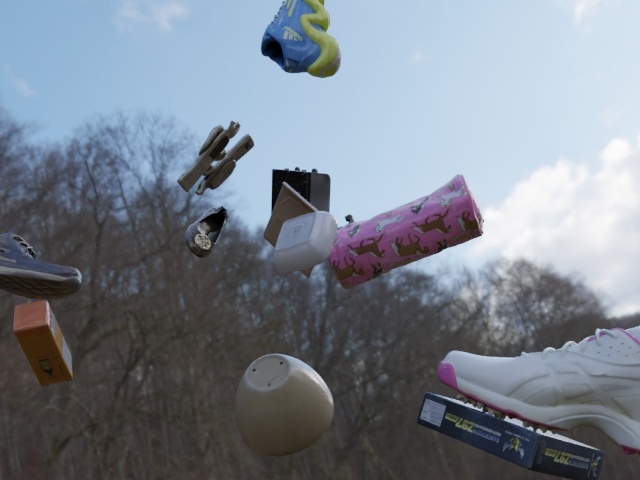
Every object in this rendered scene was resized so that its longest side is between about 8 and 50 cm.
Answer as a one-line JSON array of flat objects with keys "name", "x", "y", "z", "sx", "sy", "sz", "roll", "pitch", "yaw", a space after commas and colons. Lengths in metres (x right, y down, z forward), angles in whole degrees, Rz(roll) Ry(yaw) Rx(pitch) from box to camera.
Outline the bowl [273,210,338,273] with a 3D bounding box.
[{"name": "bowl", "x": -0.039, "y": -0.005, "z": 1.682, "sx": 0.142, "sy": 0.142, "sz": 0.053, "roll": -15, "pitch": -51, "yaw": 31}]

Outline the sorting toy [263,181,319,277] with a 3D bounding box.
[{"name": "sorting toy", "x": -0.061, "y": -0.029, "z": 2.133, "sx": 0.038, "sy": 0.193, "sz": 0.208, "roll": -21, "pitch": -37, "yaw": -43}]

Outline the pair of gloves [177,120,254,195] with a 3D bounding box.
[{"name": "pair of gloves", "x": -0.253, "y": -0.196, "z": 1.881, "sx": 0.204, "sy": 0.042, "sz": 0.240, "roll": -51, "pitch": -9, "yaw": 1}]

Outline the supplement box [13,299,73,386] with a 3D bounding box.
[{"name": "supplement box", "x": -0.637, "y": 0.241, "z": 1.807, "sx": 0.078, "sy": 0.080, "sz": 0.233, "roll": -10, "pitch": -43, "yaw": -9}]

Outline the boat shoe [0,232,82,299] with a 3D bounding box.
[{"name": "boat shoe", "x": -0.731, "y": 0.044, "z": 1.826, "sx": 0.355, "sy": 0.130, "sz": 0.132, "roll": 10, "pitch": -27, "yaw": -5}]

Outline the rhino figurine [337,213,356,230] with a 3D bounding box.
[{"name": "rhino figurine", "x": 0.000, "y": 0.000, "z": 2.263, "sx": 0.243, "sy": 0.106, "sz": 0.073, "roll": -15, "pitch": -49, "yaw": -12}]

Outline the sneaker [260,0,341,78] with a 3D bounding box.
[{"name": "sneaker", "x": -0.051, "y": -0.382, "z": 1.353, "sx": 0.126, "sy": 0.240, "sz": 0.091, "roll": -10, "pitch": -30, "yaw": -18}]

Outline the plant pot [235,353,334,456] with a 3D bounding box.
[{"name": "plant pot", "x": -0.120, "y": 0.429, "z": 2.192, "sx": 0.284, "sy": 0.284, "sz": 0.191, "roll": -19, "pitch": -52, "yaw": -3}]

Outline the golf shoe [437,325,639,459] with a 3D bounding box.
[{"name": "golf shoe", "x": 0.283, "y": 0.147, "z": 0.838, "sx": 0.306, "sy": 0.140, "sz": 0.115, "roll": 13, "pitch": -4, "yaw": 13}]

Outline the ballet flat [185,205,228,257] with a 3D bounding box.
[{"name": "ballet flat", "x": -0.286, "y": -0.031, "z": 2.032, "sx": 0.058, "sy": 0.084, "sz": 0.250, "roll": -34, "pitch": 13, "yaw": 21}]

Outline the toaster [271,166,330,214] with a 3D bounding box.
[{"name": "toaster", "x": -0.062, "y": -0.129, "z": 2.384, "sx": 0.168, "sy": 0.186, "sz": 0.110, "roll": 9, "pitch": 10, "yaw": 44}]

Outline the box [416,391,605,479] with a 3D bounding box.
[{"name": "box", "x": 0.296, "y": 0.310, "z": 1.237, "sx": 0.183, "sy": 0.059, "sz": 0.232, "roll": 22, "pitch": -6, "yaw": -38}]

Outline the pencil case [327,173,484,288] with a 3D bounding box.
[{"name": "pencil case", "x": 0.193, "y": -0.017, "z": 1.870, "sx": 0.386, "sy": 0.160, "sz": 0.167, "roll": -23, "pitch": -10, "yaw": 10}]
